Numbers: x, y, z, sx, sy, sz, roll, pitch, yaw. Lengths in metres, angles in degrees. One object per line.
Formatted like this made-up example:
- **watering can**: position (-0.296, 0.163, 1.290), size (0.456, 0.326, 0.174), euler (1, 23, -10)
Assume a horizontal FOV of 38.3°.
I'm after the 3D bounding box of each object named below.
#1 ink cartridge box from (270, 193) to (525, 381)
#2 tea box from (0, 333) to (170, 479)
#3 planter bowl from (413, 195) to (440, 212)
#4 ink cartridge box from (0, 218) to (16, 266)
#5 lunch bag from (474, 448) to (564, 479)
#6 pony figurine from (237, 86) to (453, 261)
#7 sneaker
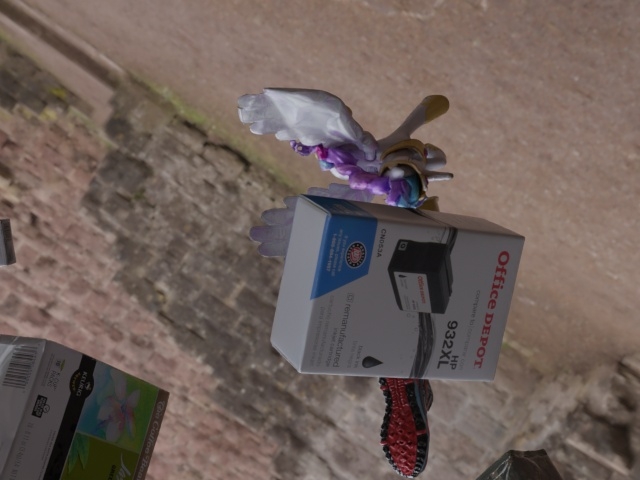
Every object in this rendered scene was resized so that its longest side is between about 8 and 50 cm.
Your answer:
- **ink cartridge box**: position (0.109, 0.070, 1.294), size (0.307, 0.223, 0.129), euler (6, -169, -24)
- **tea box**: position (-0.484, 0.368, 1.625), size (0.220, 0.329, 0.323), euler (1, 157, 34)
- **planter bowl**: position (0.167, 0.012, 1.811), size (0.090, 0.217, 0.217), euler (57, 178, 12)
- **ink cartridge box**: position (-0.471, 0.007, 1.237), size (0.115, 0.063, 0.029), euler (-6, -174, 9)
- **lunch bag**: position (0.361, 0.576, 1.753), size (0.169, 0.287, 0.235), euler (14, -144, -48)
- **pony figurine**: position (0.058, -0.143, 1.572), size (0.351, 0.302, 0.363), euler (-3, -157, 12)
- **sneaker**: position (0.188, 0.333, 1.815), size (0.104, 0.261, 0.125), euler (-12, 164, 36)
